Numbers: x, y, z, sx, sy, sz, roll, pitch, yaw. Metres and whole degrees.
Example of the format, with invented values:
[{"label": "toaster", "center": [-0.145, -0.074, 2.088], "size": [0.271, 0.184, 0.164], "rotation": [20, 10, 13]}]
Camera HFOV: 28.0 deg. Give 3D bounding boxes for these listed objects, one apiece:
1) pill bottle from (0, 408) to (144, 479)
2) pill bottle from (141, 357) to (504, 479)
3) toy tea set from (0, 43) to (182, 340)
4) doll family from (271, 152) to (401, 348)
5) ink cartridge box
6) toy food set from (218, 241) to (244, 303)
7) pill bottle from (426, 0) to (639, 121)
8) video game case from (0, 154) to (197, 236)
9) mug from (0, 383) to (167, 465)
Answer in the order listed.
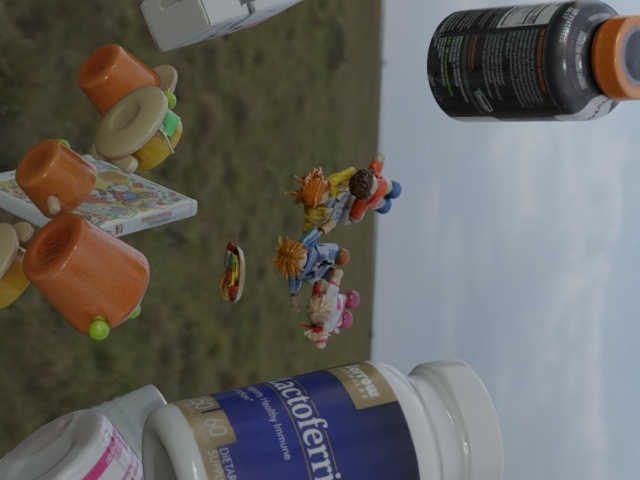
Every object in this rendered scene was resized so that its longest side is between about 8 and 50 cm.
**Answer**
[{"label": "pill bottle", "center": [-0.232, 0.343, 1.451], "size": [0.283, 0.160, 0.160], "rotation": [57, 18, -22]}, {"label": "pill bottle", "center": [0.003, 0.180, 1.023], "size": [0.153, 0.265, 0.153], "rotation": [170, -90, -69]}, {"label": "toy tea set", "center": [-0.211, -0.043, 1.274], "size": [0.124, 0.200, 0.336], "rotation": [46, 61, -39]}, {"label": "doll family", "center": [0.000, 0.000, 1.645], "size": [0.163, 0.118, 0.262], "rotation": [17, 92, -72]}, {"label": "ink cartridge box", "center": [-0.113, -0.272, 1.468], "size": [0.109, 0.150, 0.063], "rotation": [-16, -83, 50]}, {"label": "toy food set", "center": [-0.121, 0.045, 1.749], "size": [0.083, 0.020, 0.082], "rotation": [-150, -115, -72]}, {"label": "pill bottle", "center": [0.243, -0.192, 1.383], "size": [0.246, 0.130, 0.130], "rotation": [6, -86, 48]}, {"label": "video game case", "center": [-0.317, -0.059, 1.731], "size": [0.206, 0.227, 0.026], "rotation": [-19, 124, -48]}, {"label": "mug", "center": [-0.324, 0.423, 1.822], "size": [0.374, 0.328, 0.276], "rotation": [51, -23, 46]}]
